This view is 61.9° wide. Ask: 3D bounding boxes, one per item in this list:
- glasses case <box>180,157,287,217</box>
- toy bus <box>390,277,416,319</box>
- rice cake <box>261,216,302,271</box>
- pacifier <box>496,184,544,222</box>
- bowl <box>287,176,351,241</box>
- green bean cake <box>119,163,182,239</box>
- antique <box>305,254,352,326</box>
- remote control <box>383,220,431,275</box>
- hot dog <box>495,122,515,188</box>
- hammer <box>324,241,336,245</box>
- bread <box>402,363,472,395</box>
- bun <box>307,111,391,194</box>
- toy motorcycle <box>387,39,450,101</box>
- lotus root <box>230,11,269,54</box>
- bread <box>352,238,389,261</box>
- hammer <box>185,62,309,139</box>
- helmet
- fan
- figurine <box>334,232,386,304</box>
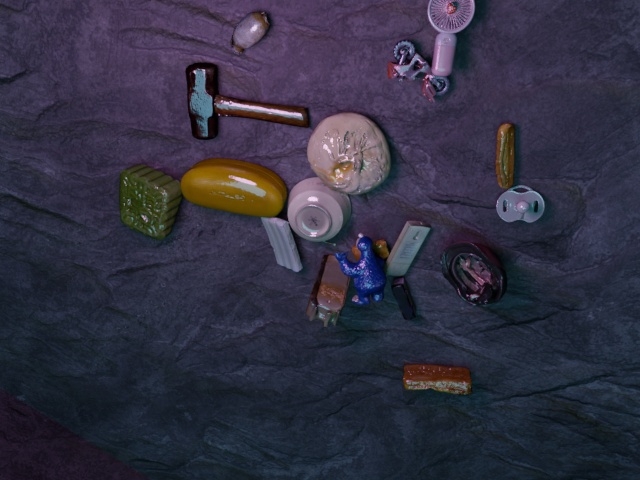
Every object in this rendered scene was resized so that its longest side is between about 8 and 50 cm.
[{"bbox_3d":[-0.306,-0.186,1.872,0.371,0.141,0.173,10,120,5],"label":"glasses case"},{"bbox_3d":[0.315,0.219,2.013,0.057,0.072,0.172,-14,117,20],"label":"toy bus"},{"bbox_3d":[-0.142,0.007,1.965,0.127,0.043,0.237,20,138,37],"label":"rice cake"},{"bbox_3d":[0.653,-0.118,1.731,0.150,0.116,0.126,8,95,11],"label":"pacifier"},{"bbox_3d":[-0.015,-0.094,1.875,0.238,0.126,0.237,5,119,10],"label":"bowl"},{"bbox_3d":[-0.625,-0.136,1.953,0.222,0.125,0.248,25,125,14],"label":"green bean cake"},{"bbox_3d":[0.032,0.190,1.932,0.125,0.284,0.150,16,122,2],"label":"antique"},{"bbox_3d":[0.306,0.031,1.910,0.098,0.038,0.233,5,126,-27],"label":"remote control"},{"bbox_3d":[0.583,-0.267,1.696,0.066,0.047,0.215,-22,119,-18],"label":"hot dog"},{"bbox_3d":[0.000,0.000,1.989,0.123,0.014,0.029,15,130,0],"label":"hammer"},{"bbox_3d":[0.467,0.561,2.139,0.271,0.139,0.077,1,109,9],"label":"bread"},{"bbox_3d":[0.088,-0.273,1.738,0.287,0.146,0.287,5,116,10],"label":"bun"},{"bbox_3d":[0.286,-0.498,1.608,0.212,0.084,0.118,38,111,-16],"label":"toy motorcycle"},{"bbox_3d":[-0.221,-0.637,1.636,0.165,0.088,0.088,-28,111,35],"label":"lotus root"},{"bbox_3d":[0.184,0.039,1.948,0.132,0.053,0.074,-9,118,17],"label":"bread"},{"bbox_3d":[-0.237,-0.432,1.750,0.409,0.095,0.242,9,120,4],"label":"hammer"},{"bbox_3d":[0.547,0.101,1.857,0.198,0.154,0.253,-22,95,43],"label":"helmet"},{"bbox_3d":[0.361,-0.592,1.513,0.130,0.074,0.244,5,106,5],"label":"fan"},{"bbox_3d":[0.167,0.104,1.863,0.121,0.164,0.262,20,137,53],"label":"figurine"}]
